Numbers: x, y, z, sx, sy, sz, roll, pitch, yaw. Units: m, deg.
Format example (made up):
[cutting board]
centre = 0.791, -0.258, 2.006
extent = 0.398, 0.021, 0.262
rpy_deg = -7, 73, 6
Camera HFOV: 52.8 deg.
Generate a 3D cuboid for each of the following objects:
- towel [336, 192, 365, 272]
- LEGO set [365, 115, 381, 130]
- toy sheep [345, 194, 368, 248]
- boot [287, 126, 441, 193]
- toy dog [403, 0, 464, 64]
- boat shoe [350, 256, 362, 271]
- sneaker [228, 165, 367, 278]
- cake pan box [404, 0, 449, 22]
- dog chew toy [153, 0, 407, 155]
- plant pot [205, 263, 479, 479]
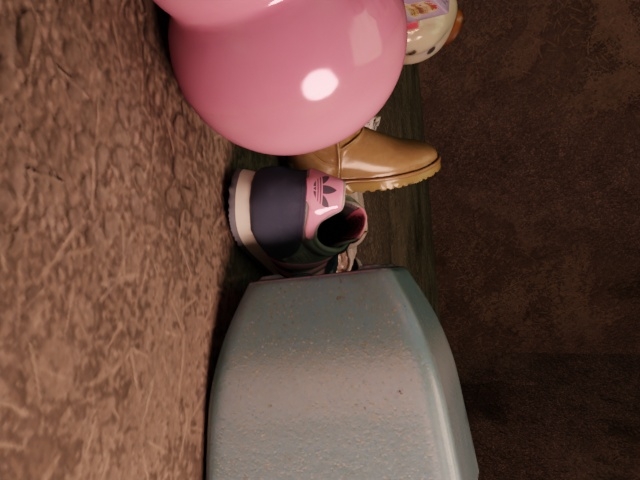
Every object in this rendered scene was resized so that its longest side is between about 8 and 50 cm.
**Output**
[towel]
centre = 0.037, -0.105, 1.113
extent = 0.187, 0.049, 0.282
rpy_deg = -68, 152, -56
[LEGO set]
centre = 0.078, -0.295, 1.196
extent = 0.093, 0.087, 0.227
rpy_deg = -30, 137, -65
[toy sheep]
centre = 0.024, -0.032, 0.971
extent = 0.132, 0.091, 0.091
rpy_deg = -133, -152, -57
[boot]
centre = 0.047, -0.198, 0.842
extent = 0.089, 0.236, 0.269
rpy_deg = -135, -145, -61
[toy dog]
centre = 0.153, -0.553, 1.274
extent = 0.395, 0.285, 0.407
rpy_deg = -107, -172, -62
[boat shoe]
centre = 0.054, 0.094, 1.131
extent = 0.063, 0.066, 0.184
rpy_deg = 64, 27, -27
[sneaker]
centre = 0.000, 0.000, 0.794
extent = 0.319, 0.131, 0.112
rpy_deg = 43, 47, -70
[cake pan box]
centre = 0.083, -0.428, 0.764
extent = 0.267, 0.070, 0.245
rpy_deg = 11, 81, -57
[dog chew toy]
centre = -0.055, -0.230, 0.506
extent = 0.206, 0.207, 0.331
rpy_deg = -78, 153, -42
[plant pot]
centre = 0.026, 0.155, 0.687
extent = 0.247, 0.248, 0.252
rpy_deg = 10, 74, -75
